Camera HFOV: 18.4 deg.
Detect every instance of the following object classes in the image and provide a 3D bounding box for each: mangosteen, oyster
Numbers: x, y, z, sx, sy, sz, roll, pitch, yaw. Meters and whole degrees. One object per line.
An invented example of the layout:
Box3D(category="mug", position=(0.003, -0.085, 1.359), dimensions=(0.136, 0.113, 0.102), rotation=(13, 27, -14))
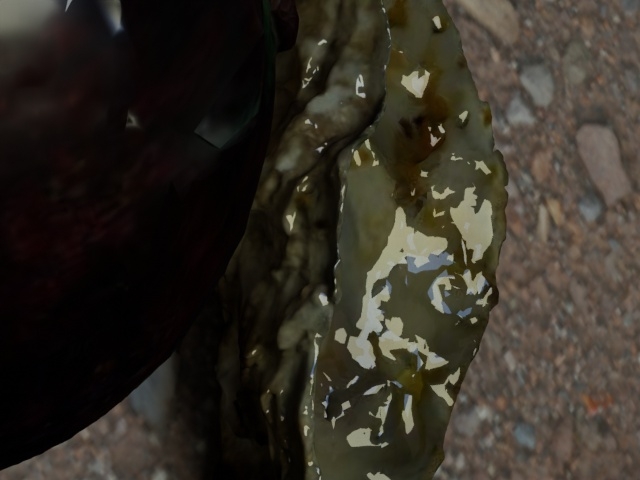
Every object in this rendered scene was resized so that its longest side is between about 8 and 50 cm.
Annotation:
Box3D(category="mangosteen", position=(-0.158, -0.056, 0.601), dimensions=(0.311, 0.311, 0.311), rotation=(12, 72, -39))
Box3D(category="oyster", position=(0.012, -0.011, 0.936), dimensions=(0.204, 0.111, 0.396), rotation=(10, 81, -61))
